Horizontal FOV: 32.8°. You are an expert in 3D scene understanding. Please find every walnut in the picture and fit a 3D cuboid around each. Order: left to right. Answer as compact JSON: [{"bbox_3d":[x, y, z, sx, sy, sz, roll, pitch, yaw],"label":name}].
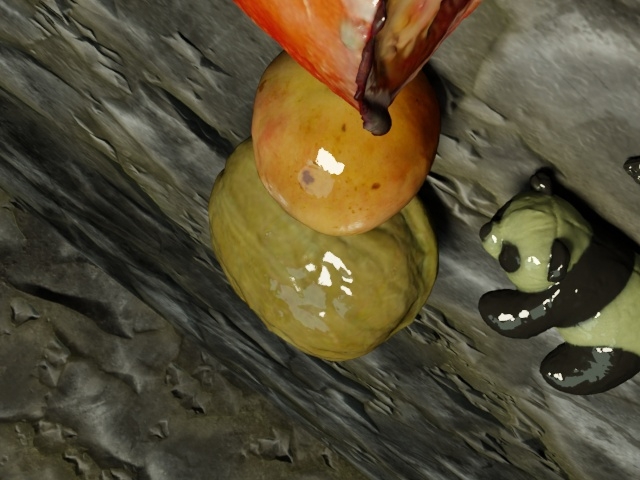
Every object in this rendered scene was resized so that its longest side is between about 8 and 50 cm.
[{"bbox_3d":[0.000,0.000,1.228,0.283,0.227,0.283,12,118,23],"label":"walnut"}]

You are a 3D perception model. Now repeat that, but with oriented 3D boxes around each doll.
[{"bbox_3d":[0.250,0.043,1.068,0.234,0.143,0.135,41,136,-12],"label":"doll"}]

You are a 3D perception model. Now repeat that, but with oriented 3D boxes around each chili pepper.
[{"bbox_3d":[-0.024,-0.243,0.698,0.305,0.229,0.251,33,177,6],"label":"chili pepper"}]

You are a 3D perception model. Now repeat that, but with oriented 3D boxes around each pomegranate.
[{"bbox_3d":[0.020,-0.099,1.023,0.191,0.191,0.191,31,161,12],"label":"pomegranate"}]

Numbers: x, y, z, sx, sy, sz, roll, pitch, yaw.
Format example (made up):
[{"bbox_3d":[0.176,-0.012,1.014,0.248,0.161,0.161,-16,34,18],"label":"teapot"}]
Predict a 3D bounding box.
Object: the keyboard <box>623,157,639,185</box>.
[{"bbox_3d":[0.330,-0.055,0.863,0.061,0.013,0.204,41,160,-19],"label":"keyboard"}]
